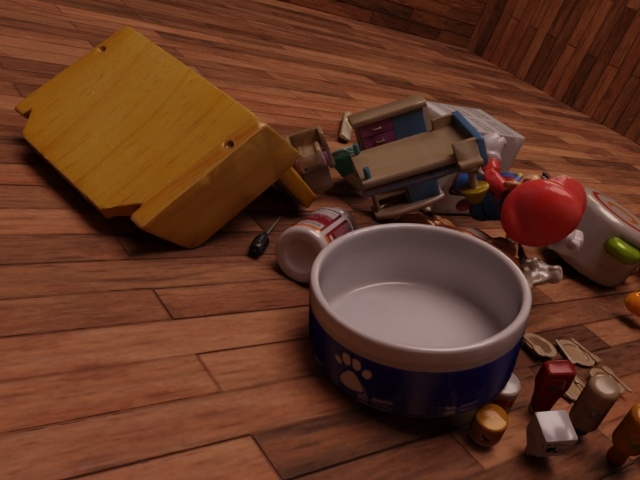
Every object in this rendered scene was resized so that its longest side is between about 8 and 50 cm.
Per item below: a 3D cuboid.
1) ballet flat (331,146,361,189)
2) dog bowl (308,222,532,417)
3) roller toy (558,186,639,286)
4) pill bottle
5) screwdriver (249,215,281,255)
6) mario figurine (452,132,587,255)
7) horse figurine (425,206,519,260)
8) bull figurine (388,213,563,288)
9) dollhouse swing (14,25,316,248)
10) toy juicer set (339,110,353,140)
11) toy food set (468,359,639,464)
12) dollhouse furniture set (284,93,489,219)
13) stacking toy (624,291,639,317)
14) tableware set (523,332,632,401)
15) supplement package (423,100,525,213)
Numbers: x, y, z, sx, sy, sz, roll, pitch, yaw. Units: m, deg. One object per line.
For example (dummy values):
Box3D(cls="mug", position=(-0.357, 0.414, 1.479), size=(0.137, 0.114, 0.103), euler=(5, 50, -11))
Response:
Box3D(cls="ballet flat", position=(0.090, -0.144, 1.395), size=(0.083, 0.087, 0.247), euler=(-15, 3, 25))
Box3D(cls="dog bowl", position=(0.117, 0.088, 0.864), size=(0.264, 0.104, 0.265), euler=(2, 32, -1))
Box3D(cls="roller toy", position=(0.576, -0.003, 1.453), size=(0.191, 0.146, 0.209), euler=(47, 28, 25))
Box3D(cls="pill bottle", position=(0.000, 0.000, 1.050), size=(0.086, 0.086, 0.152), euler=(29, 26, 13))
Box3D(cls="screwdriver", position=(-0.084, -0.012, 1.089), size=(0.025, 0.024, 0.170), euler=(-6, 18, 7))
Box3D(cls="mario figurine", position=(0.370, -0.083, 1.242), size=(0.198, 0.170, 0.320), euler=(17, 7, -16))
Box3D(cls="horse figurine", position=(0.281, 0.005, 1.293), size=(0.263, 0.066, 0.174), euler=(21, 18, 3))
Box3D(cls="bull figurine", position=(0.255, 0.043, 1.142), size=(0.310, 0.101, 0.188), euler=(18, 13, -3))
Box3D(cls="dollhouse swing", position=(-0.226, -0.117, 1.128), size=(0.315, 0.305, 0.347), euler=(-43, 60, -17))
Box3D(cls="toy juicer set", position=(0.177, -0.290, 1.754), size=(0.329, 0.090, 0.209), euler=(10, 28, -23))
Box3D(cls="toy food set", position=(0.286, 0.225, 0.872), size=(0.232, 0.105, 0.111), euler=(-2, 45, -10))
Box3D(cls="dollhouse furniture set", position=(0.112, -0.080, 1.160), size=(0.286, 0.198, 0.303), euler=(-17, 27, 0))
Box3D(cls="stacking toy", position=(0.711, 0.154, 1.283), size=(0.301, 0.166, 0.175), euler=(14, 36, 9))
Box3D(cls="tableware set", position=(0.385, 0.191, 1.067), size=(0.168, 0.020, 0.141), euler=(6, 30, -30))
Box3D(cls="supplement package", position=(0.284, -0.173, 1.490), size=(0.203, 0.194, 0.149), euler=(-1, 34, -40))
